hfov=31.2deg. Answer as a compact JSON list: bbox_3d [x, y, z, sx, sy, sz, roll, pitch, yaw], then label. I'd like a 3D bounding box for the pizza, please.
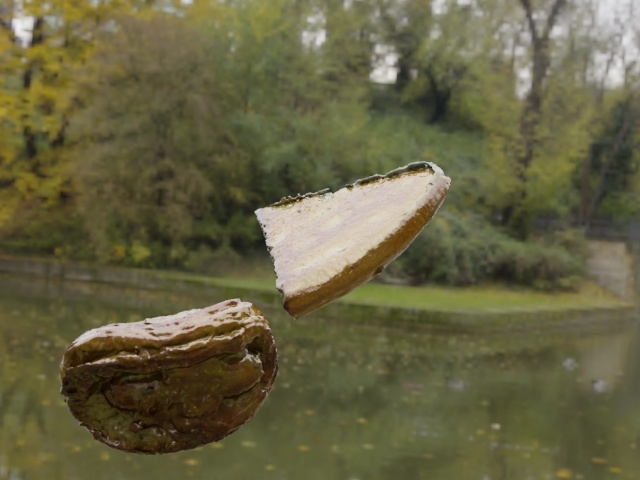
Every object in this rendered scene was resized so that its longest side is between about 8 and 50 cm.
[{"bbox_3d":[0.000,0.000,0.913,0.176,0.036,0.185,0,35,42],"label":"pizza"}]

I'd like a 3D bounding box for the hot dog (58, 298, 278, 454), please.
[{"bbox_3d":[-0.100,0.088,0.761,0.147,0.099,0.065,-11,32,-8],"label":"hot dog"}]
